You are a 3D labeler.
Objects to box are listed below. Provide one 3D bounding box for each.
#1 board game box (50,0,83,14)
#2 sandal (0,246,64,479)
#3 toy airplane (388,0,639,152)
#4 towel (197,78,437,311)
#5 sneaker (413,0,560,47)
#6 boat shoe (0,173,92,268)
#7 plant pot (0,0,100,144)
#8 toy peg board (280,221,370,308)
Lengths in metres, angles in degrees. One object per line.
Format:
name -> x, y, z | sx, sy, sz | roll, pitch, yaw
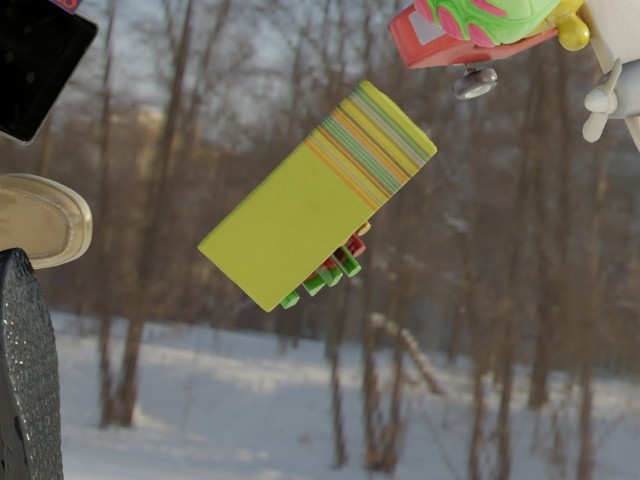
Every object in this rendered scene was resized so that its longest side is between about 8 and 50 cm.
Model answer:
board game box -> -0.317, -0.401, 1.931 | 0.208, 0.347, 0.056 | 35, -58, -17
sandal -> -0.372, 0.230, 2.026 | 0.107, 0.446, 0.167 | -7, -7, 8
toy airplane -> 0.319, -0.322, 2.086 | 0.386, 0.384, 0.272 | 24, -11, 3
towel -> -0.003, -0.043, 1.697 | 0.102, 0.237, 0.021 | 44, 8, -12
sneaker -> 0.092, -0.406, 1.910 | 0.483, 0.202, 0.185 | 43, -21, 16
boat shoe -> -0.450, -0.023, 2.166 | 0.341, 0.122, 0.110 | 5, 10, 22
plant pot -> -0.437, -0.262, 2.238 | 0.167, 0.187, 0.188 | 35, 6, 35
toy peg board -> 0.000, 0.000, 2.136 | 0.161, 0.079, 0.161 | -26, -21, -35
